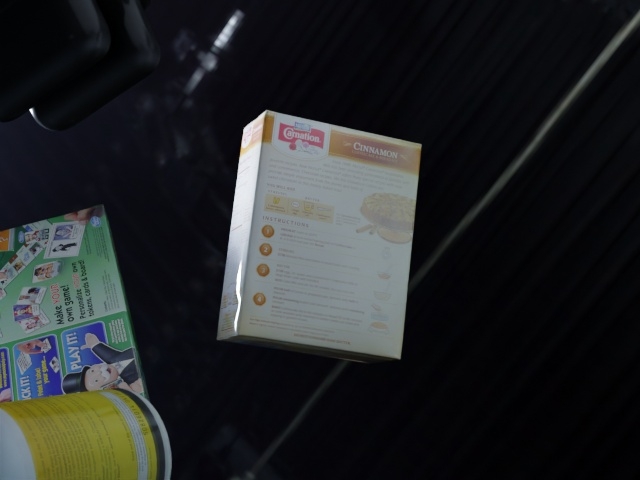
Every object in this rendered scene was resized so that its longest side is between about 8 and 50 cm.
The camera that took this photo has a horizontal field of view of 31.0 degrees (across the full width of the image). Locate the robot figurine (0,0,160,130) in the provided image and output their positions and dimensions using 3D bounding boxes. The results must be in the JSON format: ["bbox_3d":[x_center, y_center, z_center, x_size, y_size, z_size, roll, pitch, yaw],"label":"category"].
[{"bbox_3d":[-0.205,-0.212,0.733,0.278,0.174,0.209,65,162,11],"label":"robot figurine"}]

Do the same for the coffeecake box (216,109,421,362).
[{"bbox_3d":[0.000,0.000,0.964,0.142,0.185,0.068,11,168,-19],"label":"coffeecake box"}]

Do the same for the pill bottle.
[{"bbox_3d":[-0.202,0.162,0.803,0.184,0.103,0.103,0,-142,-49],"label":"pill bottle"}]

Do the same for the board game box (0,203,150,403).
[{"bbox_3d":[-0.302,0.095,1.192,0.317,0.214,0.046,-113,11,-49],"label":"board game box"}]
